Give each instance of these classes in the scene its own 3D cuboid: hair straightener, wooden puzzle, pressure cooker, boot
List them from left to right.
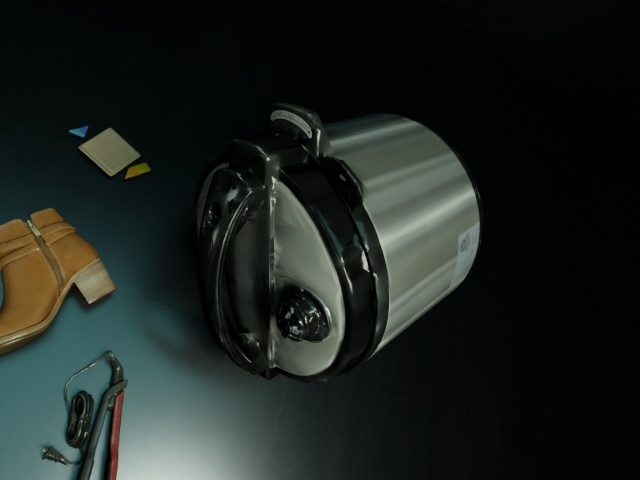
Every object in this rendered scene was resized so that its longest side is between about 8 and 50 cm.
[{"bbox_3d":[-0.397,0.051,0.530,0.152,0.073,0.197,55,39,-4],"label":"boot"},{"bbox_3d":[-0.303,0.259,0.517,0.089,0.047,0.230,12,64,-30],"label":"hair straightener"},{"bbox_3d":[-0.354,-0.148,0.679,0.116,0.014,0.078,50,47,-7],"label":"wooden puzzle"},{"bbox_3d":[0.004,0.001,0.629,0.420,0.376,0.369,-26,89,-39],"label":"pressure cooker"}]
